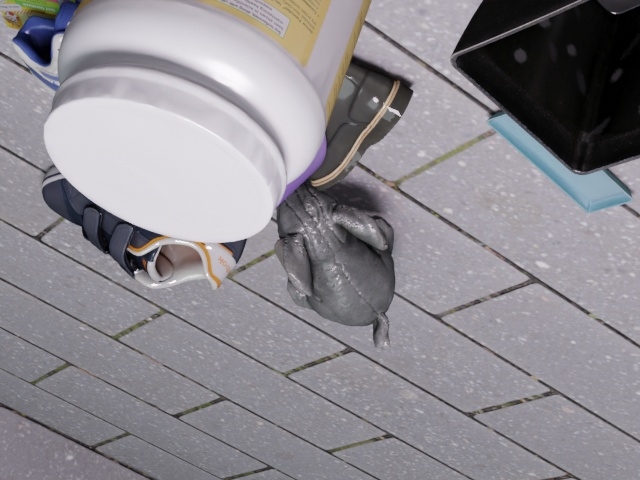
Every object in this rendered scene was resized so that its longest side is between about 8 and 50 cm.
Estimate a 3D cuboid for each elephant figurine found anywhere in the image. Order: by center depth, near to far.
[{"bbox_3d":[0.000,0.000,1.525,0.186,0.169,0.239,10,154,26],"label":"elephant figurine"}]

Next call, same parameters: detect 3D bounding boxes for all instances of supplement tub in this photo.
[{"bbox_3d":[-0.089,-0.190,1.084,0.241,0.331,0.241,14,151,8],"label":"supplement tub"}]

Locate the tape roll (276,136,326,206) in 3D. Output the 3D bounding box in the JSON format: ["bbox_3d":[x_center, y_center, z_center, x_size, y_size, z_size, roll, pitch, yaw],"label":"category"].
[{"bbox_3d":[-0.090,-0.129,1.384,0.189,0.080,0.189,31,146,23],"label":"tape roll"}]

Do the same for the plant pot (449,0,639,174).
[{"bbox_3d":[0.256,-0.192,1.049,0.188,0.167,0.187,37,147,-28],"label":"plant pot"}]

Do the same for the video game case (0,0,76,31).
[{"bbox_3d":[-0.265,-0.287,1.339,0.227,0.026,0.206,13,150,9],"label":"video game case"}]

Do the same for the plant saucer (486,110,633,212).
[{"bbox_3d":[0.272,-0.094,1.363,0.192,0.018,0.067,36,147,-29],"label":"plant saucer"}]

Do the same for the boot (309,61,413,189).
[{"bbox_3d":[0.001,-0.150,1.385,0.137,0.077,0.198,32,138,-11],"label":"boot"}]

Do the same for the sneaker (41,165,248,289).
[{"bbox_3d":[-0.263,-0.017,1.701,0.321,0.127,0.126,12,152,16],"label":"sneaker"}]

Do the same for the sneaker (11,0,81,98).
[{"bbox_3d":[-0.225,-0.203,1.309,0.296,0.112,0.131,-6,141,42],"label":"sneaker"}]
